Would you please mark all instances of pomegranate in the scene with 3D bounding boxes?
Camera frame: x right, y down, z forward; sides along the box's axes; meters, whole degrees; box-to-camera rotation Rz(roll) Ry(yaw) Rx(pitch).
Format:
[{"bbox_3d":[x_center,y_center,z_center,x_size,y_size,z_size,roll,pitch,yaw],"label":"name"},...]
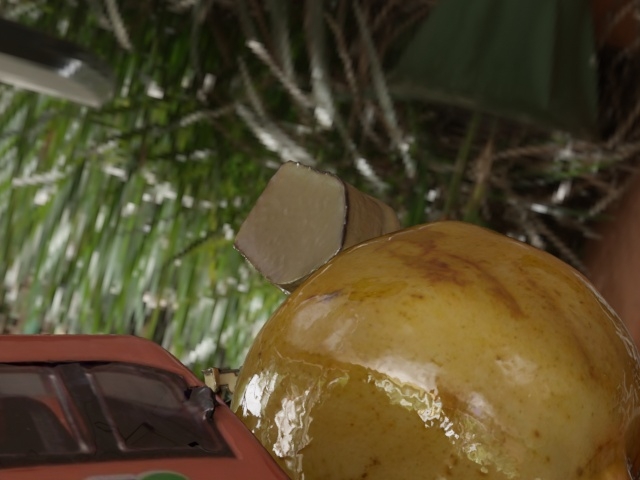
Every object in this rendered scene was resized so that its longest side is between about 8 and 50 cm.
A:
[{"bbox_3d":[0.073,0.119,0.829,0.264,0.264,0.264,15,-179,0],"label":"pomegranate"}]

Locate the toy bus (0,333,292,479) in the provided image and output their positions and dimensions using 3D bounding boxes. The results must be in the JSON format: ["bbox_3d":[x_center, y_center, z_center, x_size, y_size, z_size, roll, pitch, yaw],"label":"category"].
[{"bbox_3d":[-0.212,0.156,0.513,0.427,0.203,0.233,2,-140,-33],"label":"toy bus"}]

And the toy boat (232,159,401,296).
[{"bbox_3d":[0.000,0.000,1.182,0.061,0.116,0.188,36,176,-31],"label":"toy boat"}]

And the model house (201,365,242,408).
[{"bbox_3d":[0.012,0.225,1.412,0.271,0.178,0.206,-3,-142,-10],"label":"model house"}]
